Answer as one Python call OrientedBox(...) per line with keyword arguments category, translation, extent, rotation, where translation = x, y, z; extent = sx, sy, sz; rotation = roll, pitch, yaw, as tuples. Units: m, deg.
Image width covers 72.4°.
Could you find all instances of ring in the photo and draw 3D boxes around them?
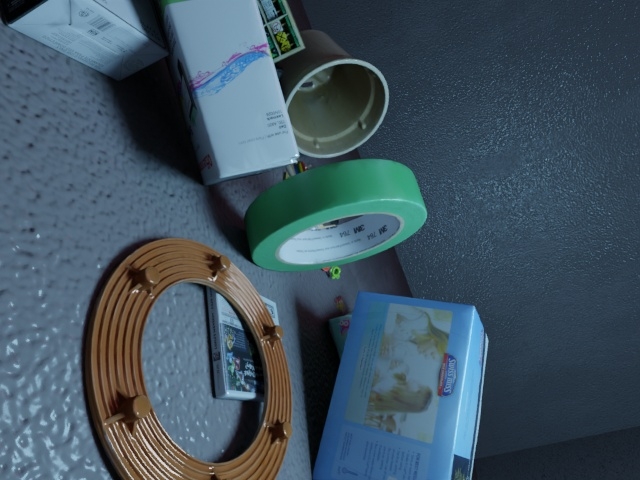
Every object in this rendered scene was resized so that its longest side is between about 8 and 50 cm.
OrientedBox(category="ring", translation=(-0.124, 0.150, 0.532), extent=(0.336, 0.032, 0.336), rotation=(50, 26, -35))

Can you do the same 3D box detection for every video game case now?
OrientedBox(category="video game case", translation=(-0.107, 0.156, 0.670), extent=(0.190, 0.022, 0.173), rotation=(44, 29, -59))

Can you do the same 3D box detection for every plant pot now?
OrientedBox(category="plant pot", translation=(-0.001, -0.485, 1.376), extent=(0.334, 0.334, 0.305), rotation=(49, 14, -53))

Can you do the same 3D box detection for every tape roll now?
OrientedBox(category="tape roll", translation=(0.027, -0.031, 0.797), extent=(0.321, 0.321, 0.077), rotation=(34, 39, -65))

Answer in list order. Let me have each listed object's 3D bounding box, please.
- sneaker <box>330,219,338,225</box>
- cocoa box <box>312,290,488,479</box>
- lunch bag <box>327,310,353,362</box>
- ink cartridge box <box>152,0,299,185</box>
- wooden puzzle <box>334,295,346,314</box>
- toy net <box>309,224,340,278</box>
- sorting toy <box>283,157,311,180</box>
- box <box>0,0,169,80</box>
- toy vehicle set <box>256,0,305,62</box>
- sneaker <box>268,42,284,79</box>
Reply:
OrientedBox(category="sneaker", translation=(0.049, -0.138, 1.448), extent=(0.051, 0.089, 0.170), rotation=(-66, 134, -68))
OrientedBox(category="cocoa box", translation=(0.168, 0.301, 0.820), extent=(0.228, 0.231, 0.347), rotation=(47, 53, -52))
OrientedBox(category="lunch bag", translation=(0.128, 0.277, 1.079), extent=(0.262, 0.160, 0.223), rotation=(3, 71, -58))
OrientedBox(category="ink cartridge box", translation=(-0.145, -0.228, 0.634), extent=(0.201, 0.117, 0.278), rotation=(-170, -117, -70))
OrientedBox(category="wooden puzzle", translation=(0.058, 0.183, 1.229), extent=(0.083, 0.006, 0.049), rotation=(-2, 72, -74))
OrientedBox(category="toy net", translation=(0.000, 0.000, 1.183), extent=(0.232, 0.045, 0.122), rotation=(48, 65, -36))
OrientedBox(category="sorting toy", translation=(-0.042, -0.174, 1.263), extent=(0.274, 0.046, 0.132), rotation=(-65, 133, -68))
OrientedBox(category="box", translation=(-0.305, -0.367, 0.527), extent=(0.169, 0.087, 0.290), rotation=(-2, 73, -74))
OrientedBox(category="toy vehicle set", translation=(-0.168, -0.596, 1.137), extent=(0.035, 0.166, 0.266), rotation=(-68, 135, -68))
OrientedBox(category="sneaker", translation=(-0.187, -0.493, 1.061), extent=(0.267, 0.106, 0.101), rotation=(57, 21, -34))
